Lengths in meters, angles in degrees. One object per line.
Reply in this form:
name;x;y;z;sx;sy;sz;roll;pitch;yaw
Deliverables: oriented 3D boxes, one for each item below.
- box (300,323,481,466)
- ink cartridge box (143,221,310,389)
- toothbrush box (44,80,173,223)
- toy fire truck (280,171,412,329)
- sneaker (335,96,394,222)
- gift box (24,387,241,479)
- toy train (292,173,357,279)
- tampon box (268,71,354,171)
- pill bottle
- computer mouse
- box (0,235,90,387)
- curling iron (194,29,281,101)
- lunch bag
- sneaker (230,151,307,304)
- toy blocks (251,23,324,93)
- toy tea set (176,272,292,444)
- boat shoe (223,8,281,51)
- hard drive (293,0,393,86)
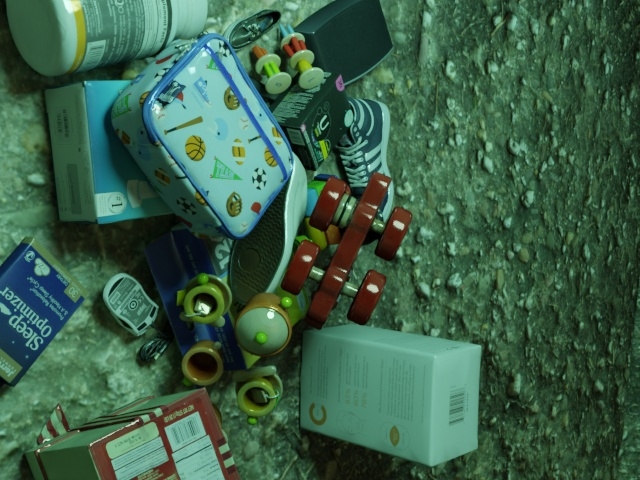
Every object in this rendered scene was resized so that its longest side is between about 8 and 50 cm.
box;0.137;0.304;1.690;0.168;0.345;0.215;-2;96;-48
ink cartridge box;-0.158;0.075;1.530;0.307;0.072;0.304;-44;125;-47
toothbrush box;-0.282;-0.152;1.355;0.295;0.126;0.216;-13;103;-45
toy fire truck;0.046;0.023;1.547;0.169;0.254;0.302;24;83;0
sneaker;0.078;-0.170;1.759;0.153;0.099;0.282;6;83;-52
gift box;-0.294;0.364;1.309;0.255;0.258;0.276;-14;84;-44
toy train;0.000;0.000;1.701;0.143;0.105;0.248;-27;114;-31
tampon box;-0.023;-0.239;1.626;0.161;0.101;0.120;-55;144;-28
pill bottle;-0.321;-0.354;1.269;0.278;0.162;0.162;-26;113;-43
computer mouse;-0.314;0.122;1.413;0.106;0.042;0.193;-53;135;-24
box;-0.468;0.122;1.249;0.225;0.036;0.136;-56;130;-26
curling iron;-0.151;-0.314;1.546;0.274;0.035;0.068;24;76;-46
lunch bag;-0.174;-0.168;1.300;0.243;0.115;0.303;-55;130;-33
sneaker;-0.076;-0.013;1.503;0.123;0.105;0.290;38;66;-65
toy blocks;-0.076;-0.356;1.584;0.123;0.148;0.054;-13;149;-23
toy tea set;-0.154;0.226;1.406;0.124;0.200;0.336;-88;-177;-72
boat shoe;-0.129;-0.402;1.558;0.142;0.040;0.049;-46;125;-34
hard drive;0.058;-0.422;1.748;0.254;0.054;0.172;-40;122;-37
